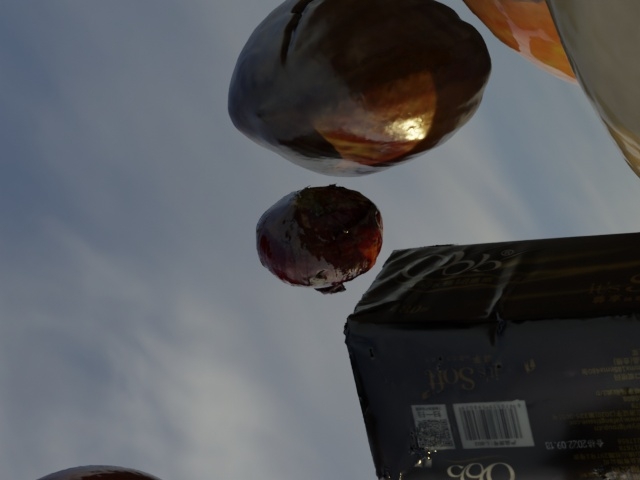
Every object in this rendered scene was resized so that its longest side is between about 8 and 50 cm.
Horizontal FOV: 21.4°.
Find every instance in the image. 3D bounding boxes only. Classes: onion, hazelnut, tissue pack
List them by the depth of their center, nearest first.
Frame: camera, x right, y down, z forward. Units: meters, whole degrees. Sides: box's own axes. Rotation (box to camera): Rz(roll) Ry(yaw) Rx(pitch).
[{"bbox_3d":[0.000,0.000,1.382,0.107,0.107,0.097,-72,-24,-70],"label":"onion"},{"bbox_3d":[0.026,-0.142,1.422,0.181,0.212,0.181,26,-109,-40],"label":"hazelnut"},{"bbox_3d":[0.221,0.120,1.553,0.198,0.370,0.210,-59,-40,-56],"label":"tissue pack"}]

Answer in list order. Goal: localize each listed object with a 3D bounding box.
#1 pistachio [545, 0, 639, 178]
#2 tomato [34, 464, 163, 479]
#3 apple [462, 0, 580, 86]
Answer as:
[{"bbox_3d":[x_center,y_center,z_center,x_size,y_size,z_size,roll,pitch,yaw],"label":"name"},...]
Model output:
[{"bbox_3d":[0.188,-0.163,0.843,0.193,0.214,0.318,-19,-74,-33],"label":"pistachio"},{"bbox_3d":[-0.220,0.393,1.716,0.290,0.325,0.293,-24,-135,-40],"label":"tomato"},{"bbox_3d":[0.266,-0.212,1.190,0.314,0.252,0.309,-1,-159,-31],"label":"apple"}]
